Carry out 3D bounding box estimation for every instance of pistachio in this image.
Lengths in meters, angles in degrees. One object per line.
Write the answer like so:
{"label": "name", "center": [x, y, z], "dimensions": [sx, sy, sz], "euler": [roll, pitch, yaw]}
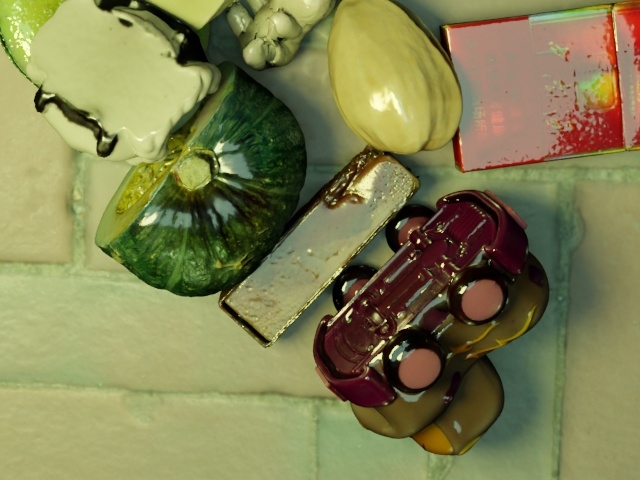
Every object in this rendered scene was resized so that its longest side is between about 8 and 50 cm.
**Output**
{"label": "pistachio", "center": [0.091, -0.214, 1.801], "dimensions": [0.157, 0.157, 0.229], "euler": [-24, 81, 2]}

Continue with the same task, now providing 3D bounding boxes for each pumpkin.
{"label": "pumpkin", "center": [-0.127, -0.058, 1.774], "dimensions": [0.197, 0.263, 0.293], "euler": [36, 90, -16]}

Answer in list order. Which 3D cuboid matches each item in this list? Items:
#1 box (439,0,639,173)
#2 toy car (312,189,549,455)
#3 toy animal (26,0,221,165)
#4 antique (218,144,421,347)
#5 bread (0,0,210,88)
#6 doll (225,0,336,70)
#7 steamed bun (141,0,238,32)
{"label": "box", "center": [0.326, -0.209, 1.852], "dimensions": [0.313, 0.089, 0.197], "euler": [-8, 98, -2]}
{"label": "toy car", "center": [0.169, 0.119, 1.828], "dimensions": [0.340, 0.271, 0.240], "euler": [-46, 116, 5]}
{"label": "toy animal", "center": [-0.237, -0.189, 1.694], "dimensions": [0.208, 0.156, 0.204], "euler": [34, 82, 11]}
{"label": "antique", "center": [0.000, 0.000, 1.873], "dimensions": [0.093, 0.087, 0.310], "euler": [43, 96, -7]}
{"label": "bread", "center": [-0.276, -0.313, 1.784], "dimensions": [0.301, 0.045, 0.301], "euler": [1, 88, -21]}
{"label": "doll", "center": [-0.039, -0.306, 1.807], "dimensions": [0.095, 0.149, 0.192], "euler": [27, 109, -34]}
{"label": "steamed bun", "center": [-0.149, -0.396, 1.728], "dimensions": [0.200, 0.155, 0.250], "euler": [39, 55, -13]}
